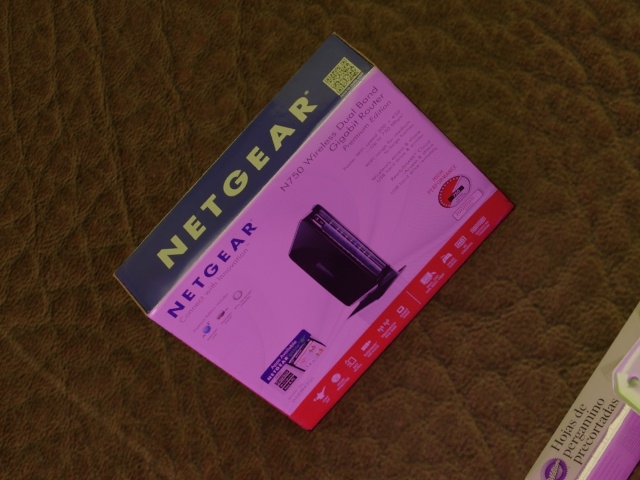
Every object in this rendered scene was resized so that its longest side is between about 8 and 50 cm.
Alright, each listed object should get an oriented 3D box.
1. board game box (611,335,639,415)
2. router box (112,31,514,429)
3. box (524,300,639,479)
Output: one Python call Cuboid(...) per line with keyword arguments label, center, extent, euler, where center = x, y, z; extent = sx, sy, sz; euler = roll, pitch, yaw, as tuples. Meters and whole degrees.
Cuboid(label="board game box", center=(0.504, 0.090, 1.563), extent=(0.390, 0.050, 0.390), euler=(42, 99, 32))
Cuboid(label="router box", center=(0.000, 0.000, 1.925), extent=(0.335, 0.301, 0.082), euler=(-48, 46, 3))
Cuboid(label="box", center=(0.317, 0.119, 1.787), extent=(0.063, 0.067, 0.324), euler=(29, 83, 43))
